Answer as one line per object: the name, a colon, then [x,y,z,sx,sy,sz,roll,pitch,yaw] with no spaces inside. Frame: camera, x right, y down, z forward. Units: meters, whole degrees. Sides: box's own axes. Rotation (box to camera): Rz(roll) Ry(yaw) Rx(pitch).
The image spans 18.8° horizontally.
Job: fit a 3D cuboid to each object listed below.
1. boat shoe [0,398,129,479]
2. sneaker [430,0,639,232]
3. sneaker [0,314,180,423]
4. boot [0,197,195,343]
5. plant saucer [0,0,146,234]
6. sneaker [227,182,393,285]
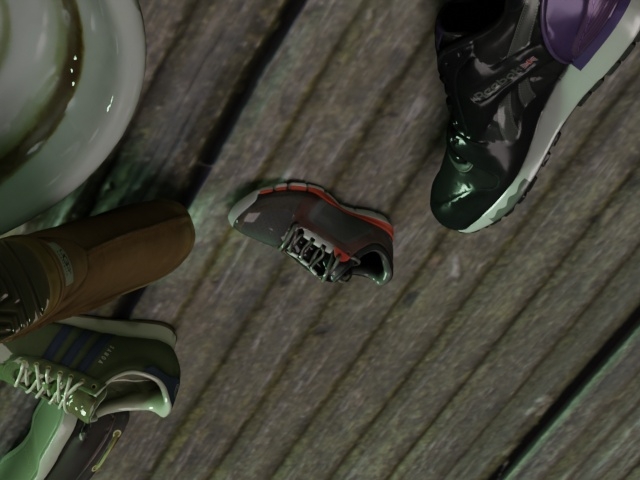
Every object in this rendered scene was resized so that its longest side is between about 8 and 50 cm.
boat shoe: [-0.248,0.216,1.767,0.069,0.081,0.228,14,133,-27]
sneaker: [0.127,-0.128,1.439,0.124,0.107,0.283,19,131,-16]
sneaker: [-0.208,0.113,1.638,0.192,0.086,0.064,2,141,-20]
boot: [-0.237,0.045,1.433,0.236,0.089,0.269,-17,-178,16]
plant saucer: [-0.318,-0.135,1.264,0.400,0.100,0.400,-9,143,-7]
sneaker: [0.000,0.000,1.573,0.158,0.065,0.061,12,137,-31]
